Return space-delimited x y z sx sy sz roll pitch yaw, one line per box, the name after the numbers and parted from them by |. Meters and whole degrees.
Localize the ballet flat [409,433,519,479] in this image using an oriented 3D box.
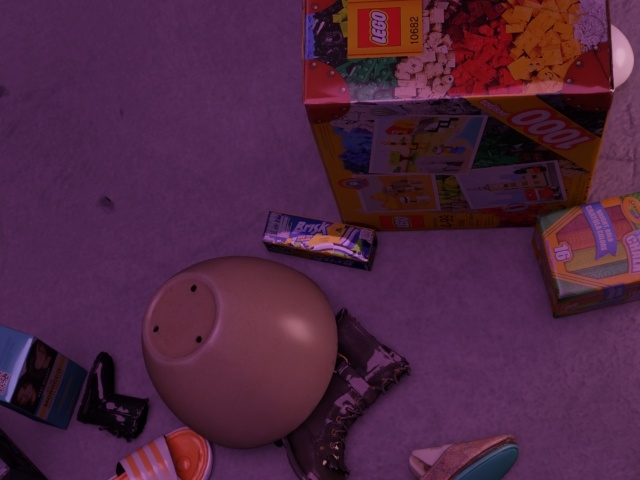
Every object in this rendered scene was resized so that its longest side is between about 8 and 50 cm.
0.141 0.357 1.761 0.316 0.107 0.106 -37 52 -23 | ballet flat

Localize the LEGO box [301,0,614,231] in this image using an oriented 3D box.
0.189 -0.180 1.726 0.373 0.500 0.193 -2 72 7 | LEGO box

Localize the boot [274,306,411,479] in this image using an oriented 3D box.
0.041 0.251 1.827 0.229 0.091 0.263 -39 70 -5 | boot

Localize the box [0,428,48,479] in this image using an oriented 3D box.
-0.516 0.286 1.838 0.233 0.183 0.059 43 83 16 | box

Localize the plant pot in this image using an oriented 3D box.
-0.145 0.137 1.784 0.284 0.191 0.284 -13 63 27 | plant pot

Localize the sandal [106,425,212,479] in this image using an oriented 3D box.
-0.276 0.370 1.837 0.265 0.076 0.102 -34 72 -4 | sandal

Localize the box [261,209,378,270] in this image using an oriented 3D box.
0.000 0.000 1.926 0.169 0.059 0.054 12 76 11 | box

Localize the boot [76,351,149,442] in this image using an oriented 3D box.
-0.307 0.238 1.899 0.099 0.045 0.121 15 82 14 | boot

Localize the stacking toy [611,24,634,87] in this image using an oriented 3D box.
0.254 -0.342 1.904 0.480 0.350 0.350 19 76 -3 | stacking toy

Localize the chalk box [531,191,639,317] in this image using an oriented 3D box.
0.430 0.017 1.827 0.213 0.132 0.132 -14 72 3 | chalk box

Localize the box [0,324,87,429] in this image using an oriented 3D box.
-0.417 0.203 1.819 0.060 0.244 0.100 15 76 12 | box
